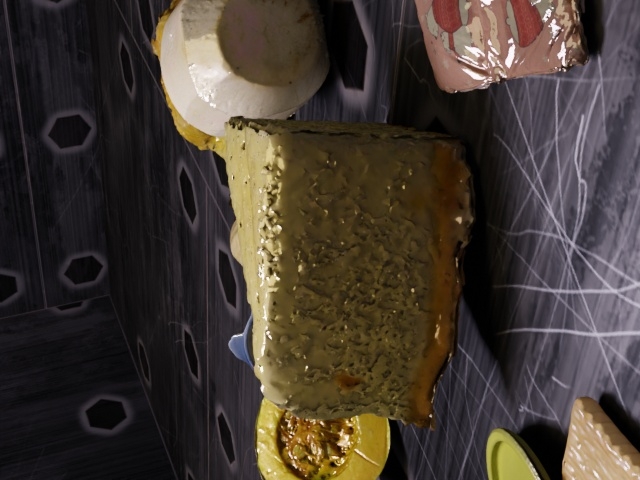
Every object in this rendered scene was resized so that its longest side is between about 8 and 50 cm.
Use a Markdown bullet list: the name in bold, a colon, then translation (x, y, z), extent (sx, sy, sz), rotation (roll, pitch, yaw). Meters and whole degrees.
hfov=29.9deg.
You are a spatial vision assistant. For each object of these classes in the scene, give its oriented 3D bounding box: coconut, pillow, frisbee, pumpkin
- **coconut**: translation (-0.103, -0.253, 1.605), extent (0.241, 0.241, 0.241), rotation (168, 90, -72)
- **pillow**: translation (0.162, -0.209, 1.092), extent (0.248, 0.049, 0.135), rotation (-179, 77, -67)
- **frisbee**: translation (0.223, 0.306, 1.236), extent (0.236, 0.017, 0.236), rotation (163, 90, -81)
- **pumpkin**: translation (0.013, 0.282, 1.721), extent (0.110, 0.217, 0.217), rotation (28, -139, -65)

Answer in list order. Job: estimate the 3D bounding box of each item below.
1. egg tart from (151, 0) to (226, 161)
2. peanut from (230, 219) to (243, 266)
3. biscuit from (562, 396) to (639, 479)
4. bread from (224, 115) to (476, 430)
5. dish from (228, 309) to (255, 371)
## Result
- **egg tart**: translation (-0.176, -0.267, 1.916), extent (0.339, 0.153, 0.352), rotation (180, 79, -75)
- **peanut**: translation (-0.061, -0.017, 1.789), extent (0.256, 0.123, 0.124), rotation (138, 118, -65)
- **biscuit**: translation (0.287, 0.264, 1.049), extent (0.250, 0.030, 0.160), rotation (-128, 31, -53)
- **bread**: translation (0.019, 0.011, 1.350), extent (0.279, 0.248, 0.315), rotation (-131, 46, -66)
- **dish**: translation (0.008, 0.126, 1.621), extent (0.086, 0.236, 0.228), rotation (-61, -7, -48)
